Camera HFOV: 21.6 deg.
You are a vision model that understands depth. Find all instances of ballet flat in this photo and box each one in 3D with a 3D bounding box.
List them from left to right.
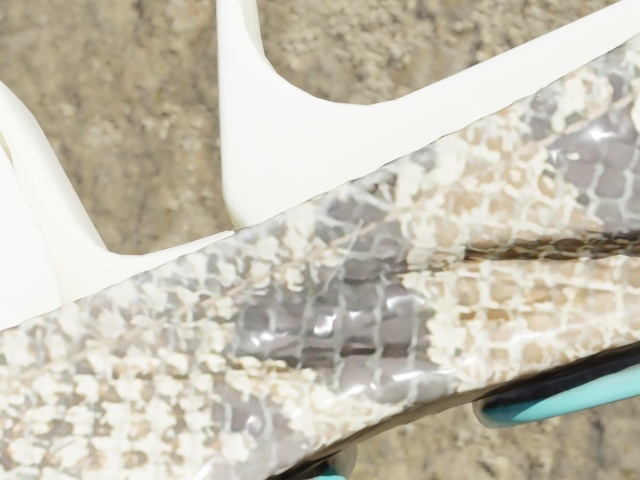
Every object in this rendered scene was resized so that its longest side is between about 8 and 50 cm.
[{"bbox_3d":[0.000,0.000,0.410,0.482,0.164,0.182,-26,86,2],"label":"ballet flat"}]
